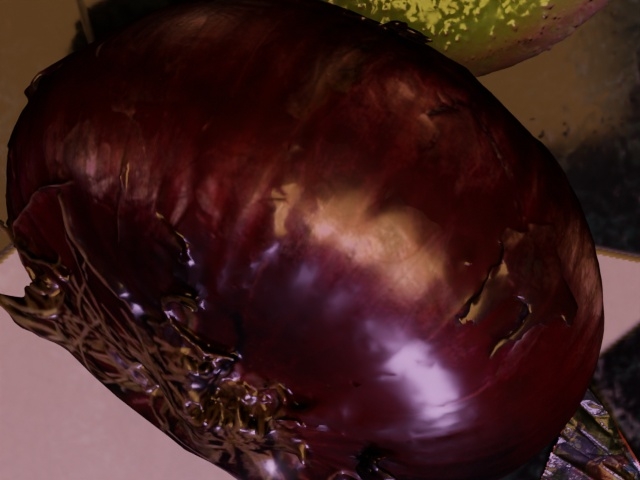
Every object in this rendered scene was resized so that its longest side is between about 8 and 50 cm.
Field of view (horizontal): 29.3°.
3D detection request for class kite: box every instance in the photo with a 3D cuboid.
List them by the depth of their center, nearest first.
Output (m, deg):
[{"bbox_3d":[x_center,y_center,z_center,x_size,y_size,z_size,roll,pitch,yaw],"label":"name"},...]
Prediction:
[{"bbox_3d":[0.162,0.204,0.821,0.189,0.009,0.232,12,106,-9],"label":"kite"}]

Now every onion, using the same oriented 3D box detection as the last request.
[{"bbox_3d":[0.000,0.000,0.610,0.314,0.314,0.232,40,66,-16],"label":"onion"}]

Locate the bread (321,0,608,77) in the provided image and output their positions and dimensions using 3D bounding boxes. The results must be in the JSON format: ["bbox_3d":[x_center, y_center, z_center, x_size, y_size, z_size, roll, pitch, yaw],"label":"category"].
[{"bbox_3d":[0.071,-0.231,0.657,0.301,0.045,0.301,-2,108,-6],"label":"bread"}]
